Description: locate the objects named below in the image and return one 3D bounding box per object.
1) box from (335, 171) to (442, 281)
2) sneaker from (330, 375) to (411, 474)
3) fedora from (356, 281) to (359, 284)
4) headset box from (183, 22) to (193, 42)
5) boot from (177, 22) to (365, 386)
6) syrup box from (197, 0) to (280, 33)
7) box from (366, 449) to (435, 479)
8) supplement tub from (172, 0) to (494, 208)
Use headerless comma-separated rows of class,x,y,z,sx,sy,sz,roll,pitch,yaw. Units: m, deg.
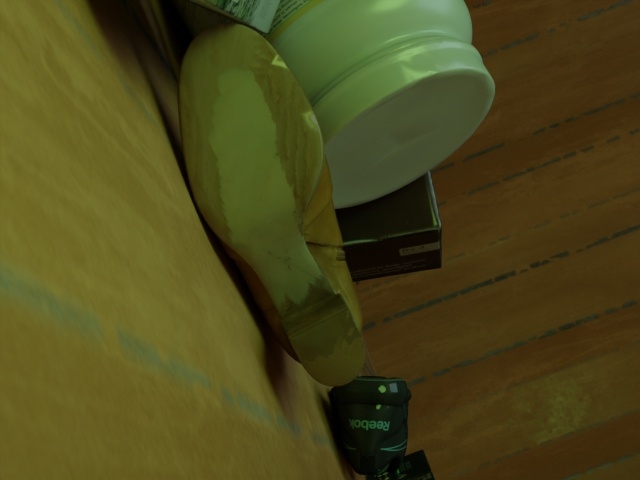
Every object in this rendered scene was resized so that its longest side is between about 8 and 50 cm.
box,0.020,-0.147,1.035,0.143,0.191,0.381,67,15,-66
sneaker,0.055,0.218,1.039,0.267,0.101,0.106,59,32,-75
fedora,0.000,0.000,1.475,0.194,0.079,0.194,63,7,-13
headset box,-0.132,-0.232,1.019,0.083,0.032,0.062,3,66,-86
boot,-0.044,-0.028,0.738,0.211,0.104,0.295,-133,-157,-77
syrup box,-0.081,-0.213,0.616,0.237,0.096,0.093,-59,172,-80
box,0.109,0.324,1.156,0.052,0.083,0.062,-108,176,-68
supplement tub,-0.003,-0.222,0.863,0.331,0.241,0.241,61,-1,20
